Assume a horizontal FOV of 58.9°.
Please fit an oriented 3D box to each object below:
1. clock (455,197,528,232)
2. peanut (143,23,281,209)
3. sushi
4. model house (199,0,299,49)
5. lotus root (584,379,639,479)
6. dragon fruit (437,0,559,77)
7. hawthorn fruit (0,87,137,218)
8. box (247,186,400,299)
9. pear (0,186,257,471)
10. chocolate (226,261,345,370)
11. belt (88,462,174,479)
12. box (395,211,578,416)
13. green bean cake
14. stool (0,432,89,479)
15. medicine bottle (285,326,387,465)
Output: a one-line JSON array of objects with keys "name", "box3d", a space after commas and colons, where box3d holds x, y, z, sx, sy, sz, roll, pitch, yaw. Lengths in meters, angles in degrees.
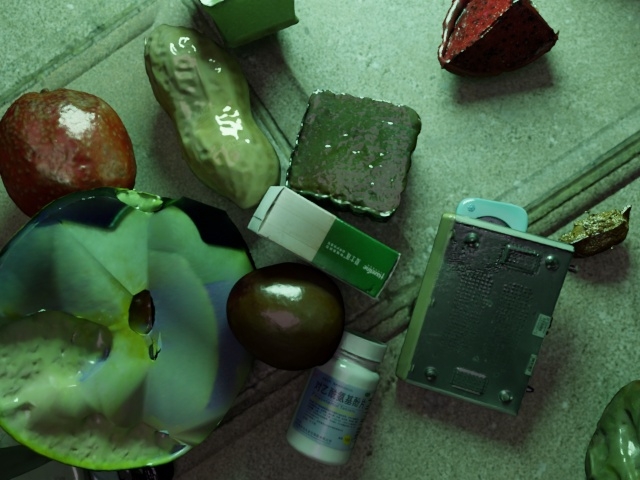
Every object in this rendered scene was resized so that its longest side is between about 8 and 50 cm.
[{"name": "clock", "box3d": [0.253, 0.012, 0.873, 0.108, 0.045, 0.147, 12, 87, 7]}, {"name": "peanut", "box3d": [-0.166, -0.192, 0.889, 0.149, 0.149, 0.313, -25, 86, 3]}, {"name": "sushi", "box3d": [0.414, -0.016, 0.851, 0.118, 0.061, 0.060, -32, 109, -5]}, {"name": "model house", "box3d": [-0.120, -0.424, 0.874, 0.195, 0.189, 0.214, -26, 80, -6]}, {"name": "lotus root", "box3d": [0.425, 0.368, 0.673, 0.111, 0.375, 0.390, 13, 75, 2]}, {"name": "dragon fruit", "box3d": [0.265, -0.322, 0.891, 0.127, 0.120, 0.161, 34, 120, -31]}, {"name": "hawthorn fruit", "box3d": [-0.383, -0.104, 0.874, 0.205, 0.205, 0.253, -17, 90, 4]}, {"name": "box", "box3d": [0.000, 0.000, 0.825, 0.199, 0.135, 0.081, 27, 89, -14]}, {"name": "pear", "box3d": [-0.289, 0.113, 0.804, 0.165, 0.399, 0.398, 2, 84, 45]}, {"name": "chocolate", "box3d": [-0.051, 0.100, 0.815, 0.177, 0.177, 0.176, 0, 85, 5]}, {"name": "belt", "box3d": [-0.299, 0.357, 0.891, 0.140, 0.058, 0.105, 42, 98, 5]}, {"name": "box", "box3d": [0.243, 0.110, 0.836, 0.211, 0.045, 0.270, 17, 101, 7]}, {"name": "green bean cake", "box3d": [0.051, -0.127, 0.879, 0.181, 0.094, 0.173, 14, 86, 7]}, {"name": "stool", "box3d": [-0.472, 0.383, 0.814, 0.195, 0.199, 0.195, -13, 88, 21]}, {"name": "medicine bottle", "box3d": [0.026, 0.228, 0.847, 0.103, 0.103, 0.186, 22, 88, 7]}]
